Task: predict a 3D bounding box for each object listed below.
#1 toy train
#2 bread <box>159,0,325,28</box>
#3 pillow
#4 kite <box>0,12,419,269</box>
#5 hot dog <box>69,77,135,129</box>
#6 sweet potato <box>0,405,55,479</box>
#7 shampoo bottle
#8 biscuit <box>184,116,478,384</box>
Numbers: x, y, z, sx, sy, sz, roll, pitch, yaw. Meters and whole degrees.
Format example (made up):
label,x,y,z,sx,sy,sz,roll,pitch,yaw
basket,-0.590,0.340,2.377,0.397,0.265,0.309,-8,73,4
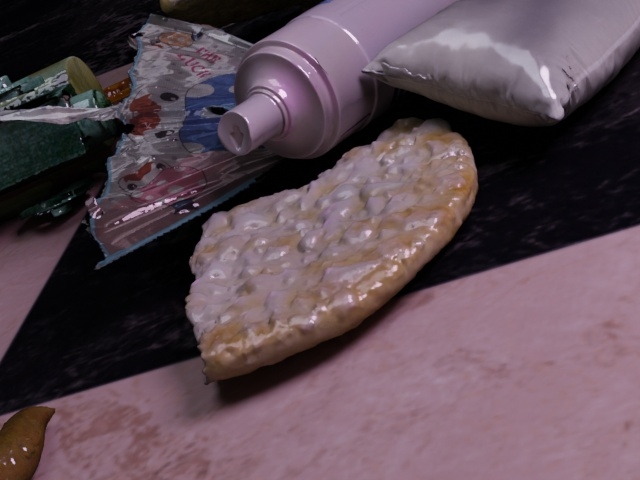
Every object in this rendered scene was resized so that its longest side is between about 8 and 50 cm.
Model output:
label,x,y,z,sx,sy,sz,roll,pitch,yaw
toy train,-0.310,-0.054,1.097,0.307,0.126,0.189,-24,6,7
bread,-0.025,-0.310,1.156,0.263,0.198,0.236,-15,-6,14
pillow,0.150,-0.154,0.848,0.144,0.078,0.254,20,45,28
kite,-0.110,-0.097,0.932,0.368,0.014,0.406,-3,32,0
hot dog,-0.192,-0.125,1.188,0.144,0.038,0.062,-24,28,10
sweet potato,-0.199,0.156,0.636,0.069,0.059,0.249,0,26,7
shampoo bottle,0.035,-0.137,0.888,0.092,0.092,0.303,-2,26,41
biscuit,0.000,0.000,0.764,0.188,0.040,0.265,-1,34,42
